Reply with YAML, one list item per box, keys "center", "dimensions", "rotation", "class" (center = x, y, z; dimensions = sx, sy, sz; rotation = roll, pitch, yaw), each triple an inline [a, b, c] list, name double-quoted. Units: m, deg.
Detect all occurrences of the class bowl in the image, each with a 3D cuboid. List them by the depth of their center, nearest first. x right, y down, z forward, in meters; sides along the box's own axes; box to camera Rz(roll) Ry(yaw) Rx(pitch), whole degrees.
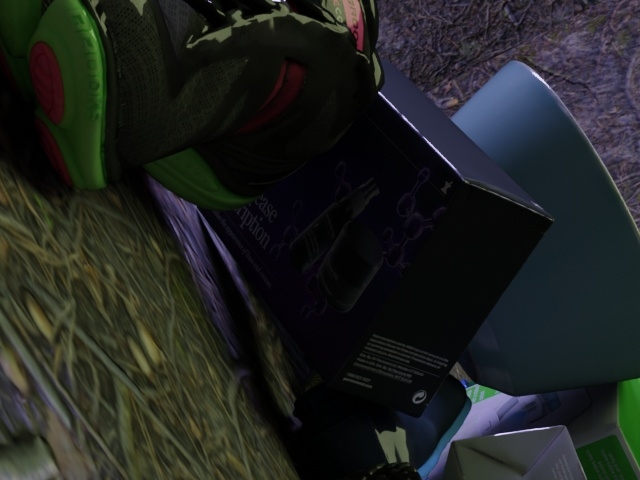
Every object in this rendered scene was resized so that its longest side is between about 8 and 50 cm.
- center: [0.170, 0.015, 1.548]
  dimensions: [0.312, 0.163, 0.311]
  rotation: [62, -3, 6]
  class: "bowl"

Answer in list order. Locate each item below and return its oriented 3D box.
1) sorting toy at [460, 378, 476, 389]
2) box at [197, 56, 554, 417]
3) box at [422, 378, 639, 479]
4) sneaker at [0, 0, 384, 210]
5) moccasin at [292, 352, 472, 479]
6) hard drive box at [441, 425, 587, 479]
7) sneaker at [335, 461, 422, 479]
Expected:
- center: [0.089, 0.049, 1.879]
  dimensions: [0.365, 0.126, 0.127]
  rotation: [56, 11, 28]
  class: "sorting toy"
- center: [0.032, -0.021, 1.330]
  dimensions: [0.103, 0.184, 0.261]
  rotation: [24, 17, -38]
  class: "box"
- center: [0.202, 0.217, 1.640]
  dimensions: [0.127, 0.231, 0.262]
  rotation: [63, 17, -11]
  class: "box"
- center: [-0.074, -0.136, 1.098]
  dimensions: [0.185, 0.202, 0.483]
  rotation: [63, 10, 6]
  class: "sneaker"
- center: [0.051, 0.124, 1.434]
  dimensions: [0.117, 0.137, 0.342]
  rotation: [58, 5, -1]
  class: "moccasin"
- center: [0.140, 0.273, 1.234]
  dimensions: [0.232, 0.089, 0.181]
  rotation: [96, -17, -48]
  class: "hard drive box"
- center: [0.066, 0.249, 1.141]
  dimensions: [0.283, 0.110, 0.122]
  rotation: [-97, 163, -73]
  class: "sneaker"
